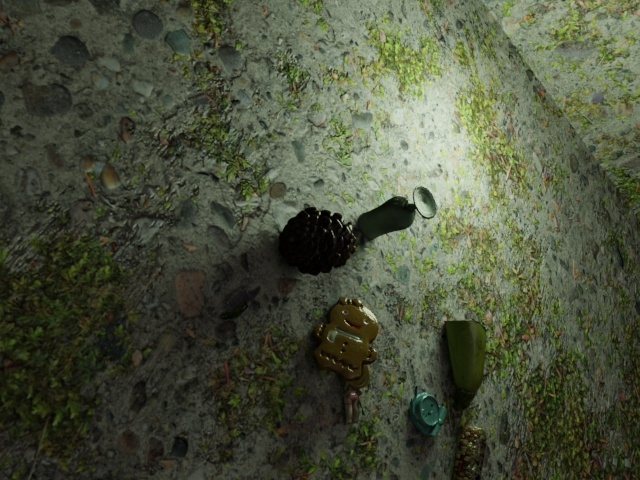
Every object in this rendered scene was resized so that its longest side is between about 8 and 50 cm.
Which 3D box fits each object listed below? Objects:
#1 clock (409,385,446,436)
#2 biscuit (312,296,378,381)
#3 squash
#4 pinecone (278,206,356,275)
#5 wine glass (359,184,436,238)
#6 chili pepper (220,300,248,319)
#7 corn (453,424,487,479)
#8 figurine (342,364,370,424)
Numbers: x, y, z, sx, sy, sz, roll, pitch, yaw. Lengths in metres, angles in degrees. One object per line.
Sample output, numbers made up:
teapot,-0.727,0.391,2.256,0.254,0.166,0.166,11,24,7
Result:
clock,0.308,0.502,1.798,0.147,0.045,0.108,50,49,-17
biscuit,0.075,0.257,1.624,0.184,0.035,0.249,26,48,5
squash,0.480,0.392,1.933,0.137,0.137,0.288,-1,80,-41
pinecone,-0.005,-0.002,1.600,0.184,0.179,0.204,33,21,22
wine glass,0.222,-0.077,1.778,0.103,0.231,0.103,16,64,-36
chili pepper,-0.208,0.175,1.471,0.083,0.022,0.027,-29,129,-43
corn,0.450,0.687,1.837,0.086,0.086,0.254,33,59,-29
figurine,0.095,0.401,1.631,0.083,0.083,0.188,11,79,-38
